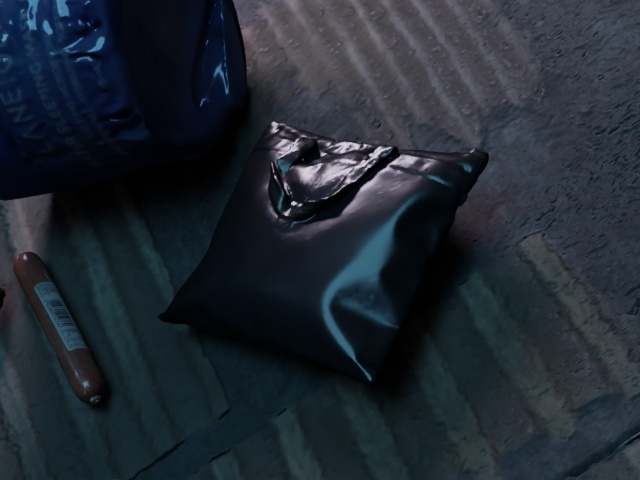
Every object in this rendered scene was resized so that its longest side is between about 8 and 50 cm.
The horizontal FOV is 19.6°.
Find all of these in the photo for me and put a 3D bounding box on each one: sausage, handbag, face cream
[{"bbox_3d":[-0.232,0.075,1.640,0.029,0.029,0.223,-39,44,3],"label":"sausage"},{"bbox_3d":[0.000,0.000,1.499,0.254,0.088,0.211,13,67,44],"label":"handbag"},{"bbox_3d":[-0.217,-0.175,1.665,0.225,0.249,0.249,-13,51,26],"label":"face cream"}]

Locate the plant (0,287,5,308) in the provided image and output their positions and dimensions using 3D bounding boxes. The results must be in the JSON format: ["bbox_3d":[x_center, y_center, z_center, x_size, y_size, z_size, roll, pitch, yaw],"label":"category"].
[{"bbox_3d":[-0.361,0.080,1.694,0.174,0.087,0.085,-36,79,1],"label":"plant"}]
